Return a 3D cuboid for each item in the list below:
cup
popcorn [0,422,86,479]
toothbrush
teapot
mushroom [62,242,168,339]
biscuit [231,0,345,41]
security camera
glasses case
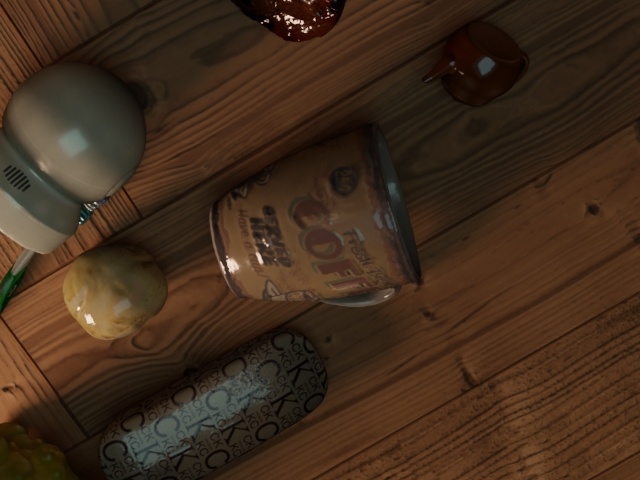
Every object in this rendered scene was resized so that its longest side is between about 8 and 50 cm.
[{"bbox_3d":[0.000,0.000,1.775,0.257,0.227,0.301,-15,140,11],"label":"cup"},{"bbox_3d":[-0.434,0.403,1.830,0.250,0.235,0.242,46,55,-9],"label":"popcorn"},{"bbox_3d":[-0.449,0.074,1.799,0.040,0.042,0.418,45,98,1],"label":"toothbrush"},{"bbox_3d":[0.217,-0.233,1.760,0.173,0.116,0.116,-2,112,-36],"label":"teapot"},{"bbox_3d":[-0.286,0.068,1.781,0.148,0.112,0.148,-5,69,14],"label":"mushroom"},{"bbox_3d":[-0.054,-0.341,1.658,0.049,0.192,0.192,-48,115,-37],"label":"biscuit"},{"bbox_3d":[-0.340,-0.123,1.669,0.236,0.194,0.194,-45,109,7],"label":"security camera"},{"bbox_3d":[-0.154,0.256,1.865,0.354,0.085,0.137,-30,105,-6],"label":"glasses case"}]
